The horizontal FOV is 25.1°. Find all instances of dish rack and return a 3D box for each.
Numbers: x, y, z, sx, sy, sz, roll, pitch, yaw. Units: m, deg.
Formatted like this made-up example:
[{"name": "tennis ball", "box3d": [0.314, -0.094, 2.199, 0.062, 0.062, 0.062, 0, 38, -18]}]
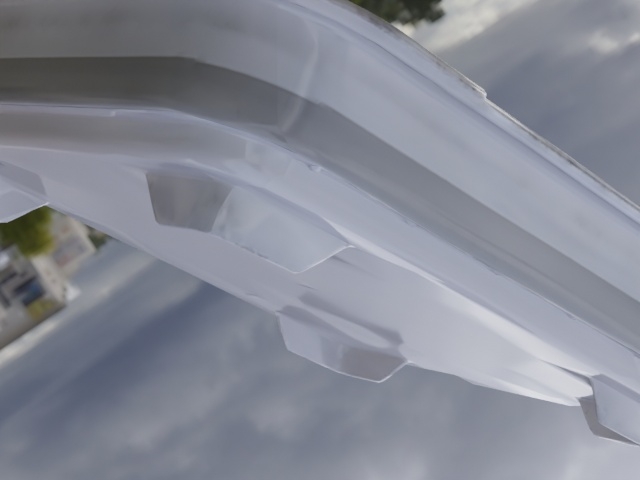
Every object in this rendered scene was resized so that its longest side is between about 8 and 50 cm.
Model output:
[{"name": "dish rack", "box3d": [0.000, 0.000, 0.576, 0.285, 0.333, 0.072, 7, -106, 49]}]
